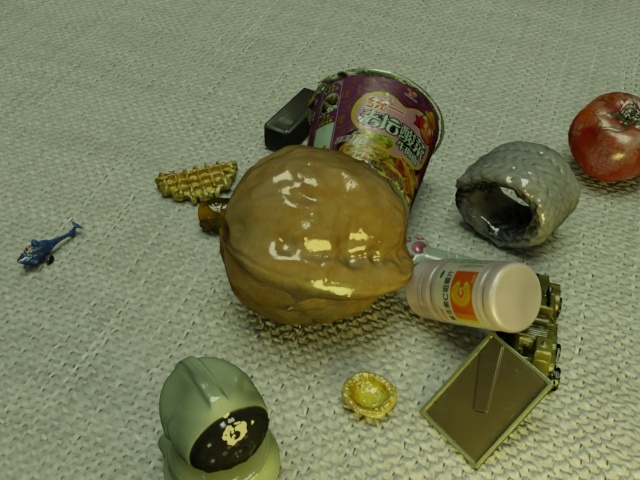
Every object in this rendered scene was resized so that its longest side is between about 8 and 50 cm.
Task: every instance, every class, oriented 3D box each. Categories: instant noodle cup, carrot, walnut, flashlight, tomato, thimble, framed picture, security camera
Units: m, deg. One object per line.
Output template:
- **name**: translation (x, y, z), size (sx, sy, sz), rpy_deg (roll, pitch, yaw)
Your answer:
- **instant noodle cup**: translation (0.097, -0.182, 1.661), size (0.340, 0.339, 0.265), rpy_deg (11, 56, 11)
- **carrot**: translation (-0.196, -0.060, 1.682), size (0.173, 0.082, 0.082), rpy_deg (1, 44, -2)
- **walnut**: translation (-0.011, -0.008, 1.428), size (0.384, 0.383, 0.383), rpy_deg (0, 44, 0)
- **flashlight**: translation (0.264, 0.043, 1.599), size (0.201, 0.047, 0.093), rpy_deg (19, 47, 19)
- **tomato**: translation (0.727, -0.245, 1.798), size (0.232, 0.188, 0.231), rpy_deg (0, 60, 0)
- **thimble**: translation (0.435, -0.102, 1.629), size (0.246, 0.217, 0.157), rpy_deg (26, 48, 33)
- **framed picture**: translation (0.295, 0.283, 1.300), size (0.203, 0.015, 0.150), rpy_deg (-48, 55, 0)
- **security camera**: translation (-0.165, 0.305, 1.163), size (0.197, 0.277, 0.191), rpy_deg (-22, 47, -22)

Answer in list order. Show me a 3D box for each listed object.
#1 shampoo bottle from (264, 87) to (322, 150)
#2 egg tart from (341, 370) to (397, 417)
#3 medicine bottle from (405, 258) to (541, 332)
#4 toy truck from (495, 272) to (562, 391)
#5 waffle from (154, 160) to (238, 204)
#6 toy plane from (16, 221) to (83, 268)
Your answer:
- **shampoo bottle**: translation (-0.056, -0.333, 1.963), size (0.080, 0.079, 0.246), rpy_deg (23, 49, 20)
- **egg tart**: translation (0.090, 0.290, 1.348), size (0.105, 0.039, 0.105), rpy_deg (0, 44, 0)
- **medicine bottle**: translation (0.289, 0.100, 1.399), size (0.133, 0.133, 0.250), rpy_deg (-29, 16, -26)
- **toy truck**: translation (0.413, 0.163, 1.423), size (0.127, 0.127, 0.257), rpy_deg (10, 42, 12)
- **waffle**: translation (-0.310, -0.155, 1.804), size (0.192, 0.046, 0.160), rpy_deg (12, 47, 12)
- **toy plane**: translation (-0.608, 0.008, 1.628), size (0.054, 0.062, 0.167), rpy_deg (26, 40, 24)
